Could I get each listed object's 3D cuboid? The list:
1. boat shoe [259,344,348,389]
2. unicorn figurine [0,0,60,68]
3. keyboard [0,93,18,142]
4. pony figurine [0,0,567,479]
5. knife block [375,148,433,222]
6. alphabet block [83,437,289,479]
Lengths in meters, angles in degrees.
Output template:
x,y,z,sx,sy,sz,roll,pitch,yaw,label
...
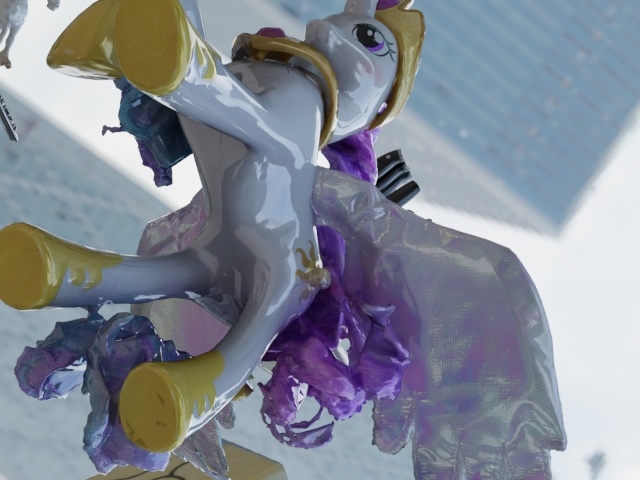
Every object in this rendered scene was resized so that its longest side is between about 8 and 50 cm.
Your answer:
x,y,z,sx,sy,sz,roll,pitch,yaw,label
-0.061,0.103,2.510,0.116,0.324,0.097,-14,-125,36,boat shoe
-0.328,-0.228,1.999,0.162,0.060,0.111,-1,-116,26,unicorn figurine
-0.321,-0.174,1.851,0.038,0.100,0.192,-31,160,-10,keyboard
-0.028,0.005,1.091,0.302,0.363,0.351,5,-79,26,pony figurine
0.000,0.000,2.321,0.088,0.275,0.242,46,-57,41,knife block
-0.156,0.359,2.264,0.197,0.193,0.192,-22,-159,-34,alphabet block
